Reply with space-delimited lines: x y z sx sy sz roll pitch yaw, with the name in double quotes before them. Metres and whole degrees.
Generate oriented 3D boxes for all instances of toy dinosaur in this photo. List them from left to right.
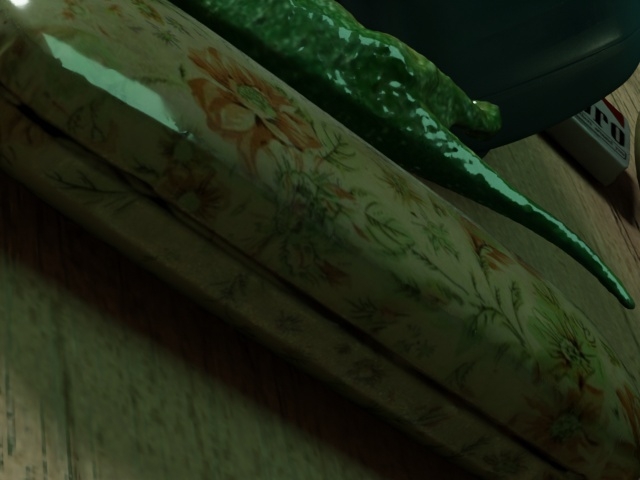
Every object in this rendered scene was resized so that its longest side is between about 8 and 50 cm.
"toy dinosaur" -0.033 -0.105 0.823 0.447 0.087 0.301 36 11 21

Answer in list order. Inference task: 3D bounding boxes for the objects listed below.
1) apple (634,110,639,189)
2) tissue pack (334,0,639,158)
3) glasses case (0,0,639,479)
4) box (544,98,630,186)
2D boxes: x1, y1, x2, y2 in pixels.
"apple" 0.391 -0.070 1.294 0.257 0.257 0.234 20 37 -44
"tissue pack" 0.103 -0.199 1.076 0.206 0.198 0.287 68 -1 -46
"glasses case" 0.000 0.000 0.747 0.425 0.098 0.156 34 20 -27
"box" 0.190 -0.132 1.322 0.177 0.036 0.115 42 25 -10
